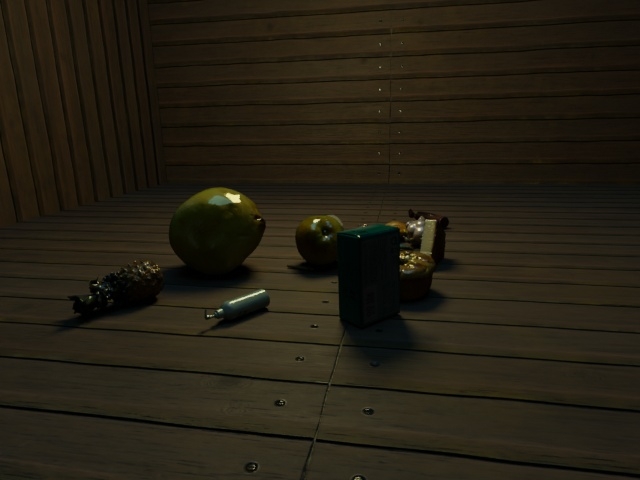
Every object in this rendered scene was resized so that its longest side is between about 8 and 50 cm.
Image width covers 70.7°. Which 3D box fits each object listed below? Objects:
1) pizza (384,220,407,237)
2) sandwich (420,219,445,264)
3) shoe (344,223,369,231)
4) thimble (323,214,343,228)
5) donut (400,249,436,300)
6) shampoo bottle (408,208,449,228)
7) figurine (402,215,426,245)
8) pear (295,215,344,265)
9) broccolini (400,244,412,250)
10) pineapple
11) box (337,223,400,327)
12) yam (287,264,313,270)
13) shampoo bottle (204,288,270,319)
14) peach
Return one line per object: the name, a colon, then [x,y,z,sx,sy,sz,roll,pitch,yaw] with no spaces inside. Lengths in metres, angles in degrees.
pizza: [0.325,-0.038,2.027,0.135,0.056,0.271,-2,13,5]
sandwich: [0.415,0.040,1.665,0.058,0.192,0.162,4,-21,32]
shoe: [0.182,-0.036,1.984,0.195,0.077,0.074,13,21,41]
thimble: [0.039,-0.063,2.058,0.090,0.102,0.115,-15,49,-42]
donut: [0.237,0.102,1.391,0.227,0.113,0.226,-1,15,0]
shampoo bottle: [0.530,-0.110,2.253,0.067,0.068,0.236,-12,18,-29]
figurine: [0.427,-0.039,1.915,0.112,0.137,0.229,-42,1,27]
pear: [0.000,0.000,1.649,0.200,0.199,0.200,-1,15,0]
broccolini: [0.272,0.022,1.856,0.202,0.073,0.058,19,-25,9]
pineapple: [-0.589,0.141,1.313,0.128,0.128,0.248,12,25,42]
box: [0.130,0.088,1.197,0.153,0.244,0.092,-11,15,-36]
yam: [-0.073,0.098,1.625,0.107,0.014,0.014,6,16,24]
shampoo bottle: [-0.230,0.184,1.235,0.056,0.056,0.195,13,22,43]
peach: [-0.365,-0.037,1.615,0.316,0.314,0.281,-40,-6,9]
